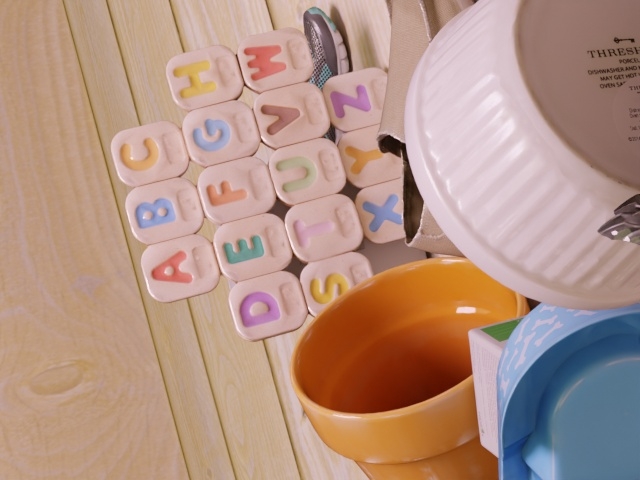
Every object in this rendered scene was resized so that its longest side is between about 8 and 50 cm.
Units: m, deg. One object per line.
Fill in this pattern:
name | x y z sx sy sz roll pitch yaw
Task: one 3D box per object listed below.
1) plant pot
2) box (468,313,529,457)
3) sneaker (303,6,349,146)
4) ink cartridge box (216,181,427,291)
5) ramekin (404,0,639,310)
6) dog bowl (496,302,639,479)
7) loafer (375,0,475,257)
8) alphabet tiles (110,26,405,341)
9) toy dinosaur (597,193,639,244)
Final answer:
plant pot | 0.102 0.148 1.354 0.188 0.205 0.205 65 172 -30
box | 0.176 0.111 1.198 0.087 0.101 0.102 -144 43 -66
sneaker | -0.011 -0.160 1.670 0.065 0.076 0.166 -134 33 -59
ink cartridge box | 0.000 0.000 1.588 0.128 0.176 0.127 149 109 -73
ramekin | 0.162 -0.074 0.919 0.109 0.207 0.207 -50 54 58
dog bowl | 0.195 0.158 1.083 0.074 0.166 0.297 -109 12 -61
loafer | 0.090 -0.110 1.329 0.102 0.092 0.268 169 87 -74
alphabet tiles | -0.046 -0.056 1.504 0.021 0.278 0.284 120 135 -78
toy dinosaur | 0.242 -0.078 0.749 0.322 0.164 0.218 -88 12 -60
